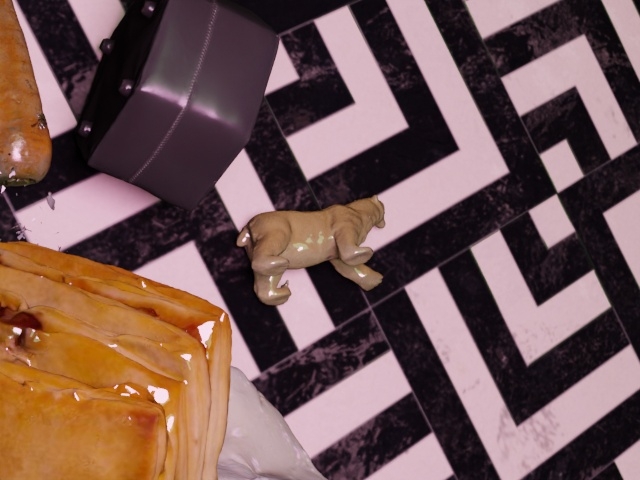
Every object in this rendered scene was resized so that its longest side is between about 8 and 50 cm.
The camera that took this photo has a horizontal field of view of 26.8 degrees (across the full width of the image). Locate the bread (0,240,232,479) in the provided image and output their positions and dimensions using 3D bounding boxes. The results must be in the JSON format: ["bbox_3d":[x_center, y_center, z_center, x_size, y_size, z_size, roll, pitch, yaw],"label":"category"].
[{"bbox_3d":[-0.239,0.196,1.066,0.314,0.191,0.370,15,92,14],"label":"bread"}]

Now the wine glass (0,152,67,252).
[{"bbox_3d":[-0.422,0.033,1.212,0.357,0.190,0.190,-35,98,-25],"label":"wine glass"}]

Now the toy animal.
[{"bbox_3d":[0.000,0.000,1.519,0.219,0.103,0.101,-9,60,-26],"label":"toy animal"}]

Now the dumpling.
[{"bbox_3d":[-0.149,0.221,1.310,0.321,0.270,0.211,-12,125,-23],"label":"dumpling"}]

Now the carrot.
[{"bbox_3d":[-0.333,-0.200,1.377,0.078,0.078,0.298,-8,80,-31],"label":"carrot"}]

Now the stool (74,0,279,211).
[{"bbox_3d":[-0.152,-0.158,1.385,0.141,0.232,0.232,24,69,-22],"label":"stool"}]
